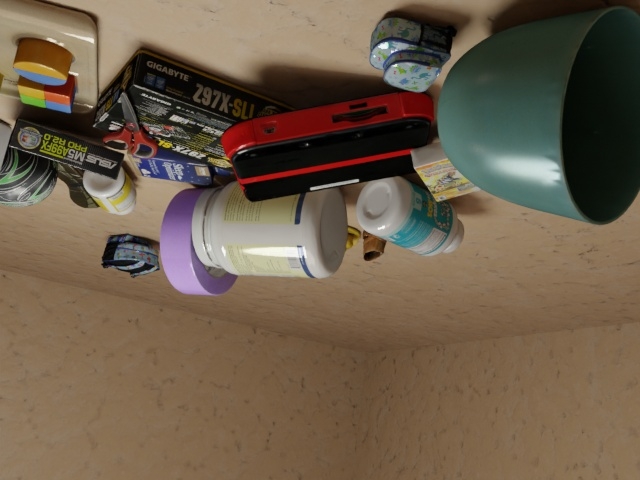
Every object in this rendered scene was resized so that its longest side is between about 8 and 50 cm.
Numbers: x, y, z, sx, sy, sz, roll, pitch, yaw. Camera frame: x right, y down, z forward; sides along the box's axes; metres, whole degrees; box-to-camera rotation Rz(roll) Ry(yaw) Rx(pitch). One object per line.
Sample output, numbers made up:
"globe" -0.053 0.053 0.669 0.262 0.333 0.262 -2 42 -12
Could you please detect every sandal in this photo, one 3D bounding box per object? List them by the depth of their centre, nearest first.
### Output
"sandal" -0.623 -0.155 2.026 0.090 0.060 0.219 -3 147 15

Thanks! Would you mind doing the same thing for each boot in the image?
"boot" 0.129 -0.019 1.948 0.073 0.152 0.197 8 163 -2

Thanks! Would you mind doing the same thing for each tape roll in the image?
"tape roll" -0.296 0.002 2.002 0.090 0.274 0.275 0 162 24

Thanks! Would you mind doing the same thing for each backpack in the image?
"backpack" 0.133 -0.284 1.190 0.114 0.084 0.105 14 160 -12
"backpack" -0.612 0.050 2.580 0.173 0.116 0.158 -6 158 40

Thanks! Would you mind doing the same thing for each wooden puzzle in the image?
"wooden puzzle" -0.566 -0.321 1.395 0.322 0.080 0.348 12 163 -13

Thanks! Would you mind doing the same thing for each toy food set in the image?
"toy food set" 0.000 0.000 2.212 0.218 0.071 0.128 6 163 7

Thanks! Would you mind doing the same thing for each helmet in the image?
"helmet" -0.716 -0.158 1.860 0.170 0.161 0.169 7 163 2

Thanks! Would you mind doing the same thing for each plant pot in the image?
"plant pot" 0.315 -0.180 1.132 0.235 0.292 0.293 11 170 45

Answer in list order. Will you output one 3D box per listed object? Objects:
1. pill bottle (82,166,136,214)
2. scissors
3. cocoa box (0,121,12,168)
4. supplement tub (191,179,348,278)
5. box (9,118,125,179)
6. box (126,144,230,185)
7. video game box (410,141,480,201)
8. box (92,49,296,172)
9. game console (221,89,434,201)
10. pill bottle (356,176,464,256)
"pill bottle" -0.524 -0.128 1.975 0.103 0.103 0.184 7 163 3
"scissors" -0.348 -0.216 1.490 0.109 0.021 0.297 17 162 -18
"cocoa box" -0.874 -0.132 1.700 0.232 0.347 0.228 -1 161 29
"supplement tub" -0.119 -0.030 1.882 0.325 0.235 0.235 1 162 21
"box" -0.546 -0.197 1.666 0.216 0.060 0.270 17 -178 -24
"box" -0.332 -0.176 1.848 0.225 0.036 0.136 7 163 0
"video game box" 0.301 -0.151 1.534 0.205 0.048 0.187 -15 155 18
"box" -0.248 -0.239 1.528 0.322 0.079 0.257 17 163 -27
"game console" 0.019 -0.173 1.507 0.387 0.060 0.342 -10 167 0
"pill bottle" 0.219 -0.050 1.816 0.264 0.146 0.146 22 159 -40
